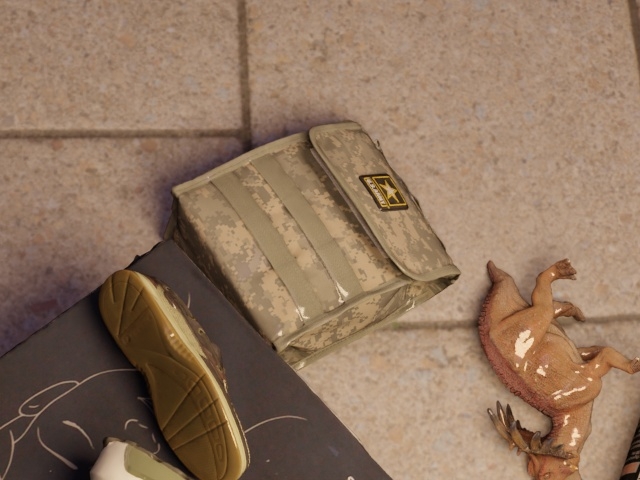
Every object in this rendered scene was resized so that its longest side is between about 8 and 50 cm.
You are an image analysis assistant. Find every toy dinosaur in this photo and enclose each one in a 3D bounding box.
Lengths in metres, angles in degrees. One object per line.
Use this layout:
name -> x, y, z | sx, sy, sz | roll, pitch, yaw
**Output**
toy dinosaur -> 0.251, 0.150, 1.545 | 0.200, 0.127, 0.296 | -32, 72, -9

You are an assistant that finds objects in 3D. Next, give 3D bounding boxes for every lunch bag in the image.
lunch bag -> 0.000, 0.000, 1.541 | 0.287, 0.169, 0.235 | -26, 72, -23

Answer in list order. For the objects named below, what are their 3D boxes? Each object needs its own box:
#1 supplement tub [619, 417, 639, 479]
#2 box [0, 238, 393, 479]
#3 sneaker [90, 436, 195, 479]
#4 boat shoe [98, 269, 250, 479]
supplement tub -> 0.422, 0.324, 1.455 | 0.207, 0.207, 0.338 | 23, 70, 1
box -> -0.192, 0.345, 1.281 | 0.471, 0.297, 0.480 | -37, 78, -32
sneaker -> -0.060, 0.336, 1.067 | 0.410, 0.158, 0.182 | 29, 76, 24
boat shoe -> -0.121, 0.120, 1.211 | 0.073, 0.080, 0.224 | -10, 62, -57
